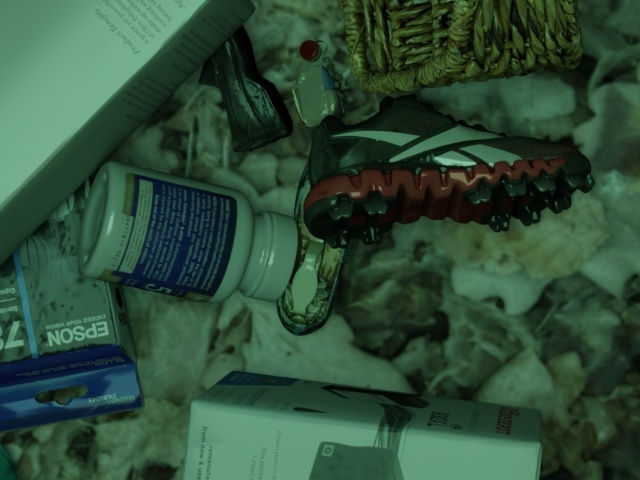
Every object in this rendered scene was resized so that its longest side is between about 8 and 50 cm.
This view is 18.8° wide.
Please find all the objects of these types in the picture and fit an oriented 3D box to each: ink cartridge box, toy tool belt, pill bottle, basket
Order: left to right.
[{"bbox_3d":[-0.282,0.018,1.867,0.165,0.065,0.332,-12,93,7],"label":"ink cartridge box"},{"bbox_3d":[-0.122,-0.001,1.800,0.187,0.112,0.112,13,95,-18],"label":"pill bottle"},{"bbox_3d":[0.001,-0.145,1.836,0.052,0.051,0.083,-11,79,23],"label":"toy tool belt"},{"bbox_3d":[0.045,0.209,1.756,0.307,0.223,0.129,7,93,6],"label":"ink cartridge box"},{"bbox_3d":[0.110,-0.287,1.726,0.223,0.213,0.299,-5,92,6],"label":"basket"}]

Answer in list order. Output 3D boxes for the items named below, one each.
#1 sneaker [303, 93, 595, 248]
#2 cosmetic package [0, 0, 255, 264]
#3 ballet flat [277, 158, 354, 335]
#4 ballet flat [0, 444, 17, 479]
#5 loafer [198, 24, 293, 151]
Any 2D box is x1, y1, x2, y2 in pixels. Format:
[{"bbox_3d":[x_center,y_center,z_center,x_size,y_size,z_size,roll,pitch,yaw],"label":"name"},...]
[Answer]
[{"bbox_3d":[0.114,-0.076,1.790,0.276,0.097,0.135,-5,64,-9],"label":"sneaker"},{"bbox_3d":[-0.262,-0.156,1.748,0.365,0.155,0.197,-44,82,5],"label":"cosmetic package"},{"bbox_3d":[0.000,0.000,1.830,0.070,0.070,0.188,9,94,6],"label":"ballet flat"},{"bbox_3d":[-0.470,0.173,1.810,0.409,0.147,0.147,35,98,-33],"label":"ballet flat"},{"bbox_3d":[-0.090,-0.164,1.835,0.061,0.062,0.170,-27,88,12],"label":"loafer"}]
